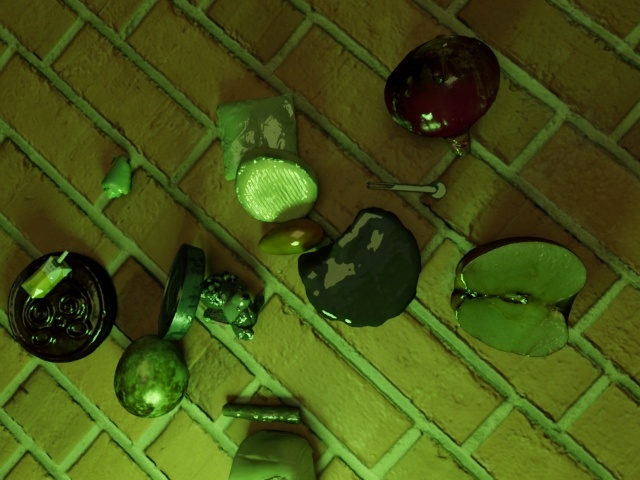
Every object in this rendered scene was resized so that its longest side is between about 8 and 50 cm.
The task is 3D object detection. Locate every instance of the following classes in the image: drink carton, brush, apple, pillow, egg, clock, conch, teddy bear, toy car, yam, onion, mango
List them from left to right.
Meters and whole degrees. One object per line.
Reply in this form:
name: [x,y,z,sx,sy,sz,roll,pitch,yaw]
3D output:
drink carton: [-0.932,0.107,1.673,0.200,0.074,0.084,-44,81,-1]
conch: [-0.723,-0.227,1.738,0.106,0.079,0.170,18,84,-7]
egg: [-0.561,0.448,1.598,0.238,0.238,0.289,3,120,8]
clock: [-0.457,0.168,1.580,0.066,0.319,0.318,15,90,-26]
toy car: [-0.338,0.271,1.676,0.142,0.069,0.055,14,132,7]
teddy bear: [-0.278,0.199,1.622,0.251,0.171,0.144,32,130,14]
pillow: [-0.215,-0.361,1.669,0.281,0.076,0.274,-6,90,8]
yam: [-0.200,0.592,1.648,0.274,0.061,0.061,0,88,9]
mango: [-0.106,-0.008,1.600,0.253,0.138,0.113,-13,86,30]
brush: [0.289,-0.179,1.626,0.266,0.027,0.062,6,89,12]
onion: [0.392,-0.427,1.503,0.348,0.347,0.385,-25,121,6]
apple: [0.585,0.160,1.449,0.365,0.295,0.328,5,63,10]

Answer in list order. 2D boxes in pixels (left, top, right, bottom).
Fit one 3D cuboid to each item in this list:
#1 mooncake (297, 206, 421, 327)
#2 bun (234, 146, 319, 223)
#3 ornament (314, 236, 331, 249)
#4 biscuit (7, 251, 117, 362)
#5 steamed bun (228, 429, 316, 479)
mooncake: [0.135,0.099,1.541,0.381,0.212,0.350,-27,90,3]
bun: [-0.142,-0.190,1.600,0.287,0.146,0.287,2,128,3]
ornament: [0.000,0.004,1.649,0.068,0.041,0.092,-41,93,10]
biscuit: [-0.942,0.241,1.743,0.408,0.091,0.407,0,88,8]
steamed bun: [-0.164,0.762,1.566,0.290,0.273,0.272,-11,71,3]
